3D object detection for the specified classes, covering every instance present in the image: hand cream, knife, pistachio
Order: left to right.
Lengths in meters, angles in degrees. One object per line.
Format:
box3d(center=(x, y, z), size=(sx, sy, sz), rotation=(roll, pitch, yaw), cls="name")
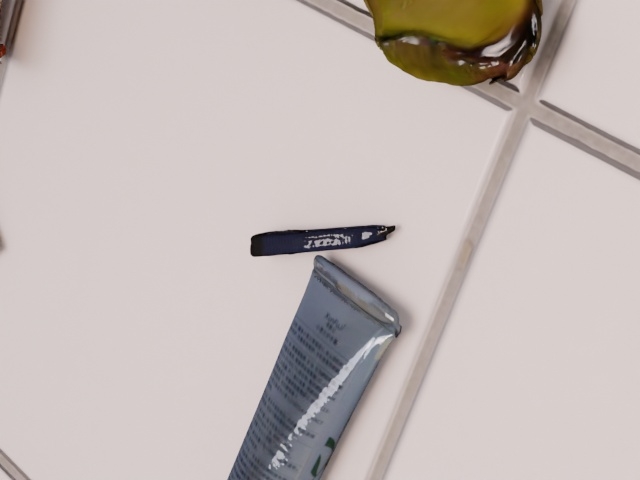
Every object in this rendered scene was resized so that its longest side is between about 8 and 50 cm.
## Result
box3d(center=(-0.023, 0.139, 0.872), size=(0.088, 0.055, 0.256), rotation=(39, 115, 41), cls="hand cream")
box3d(center=(0.000, 0.000, 0.860), size=(0.121, 0.031, 0.018), rotation=(-3, 91, 36), cls="knife")
box3d(center=(0.069, -0.144, 0.775), size=(0.089, 0.049, 0.173), rotation=(-52, 56, 9), cls="pistachio")

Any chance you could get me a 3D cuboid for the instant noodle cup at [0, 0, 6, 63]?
box3d(center=(-0.313, -0.271, 1.029), size=(0.193, 0.193, 0.212), rotation=(35, 107, 34), cls="instant noodle cup")
